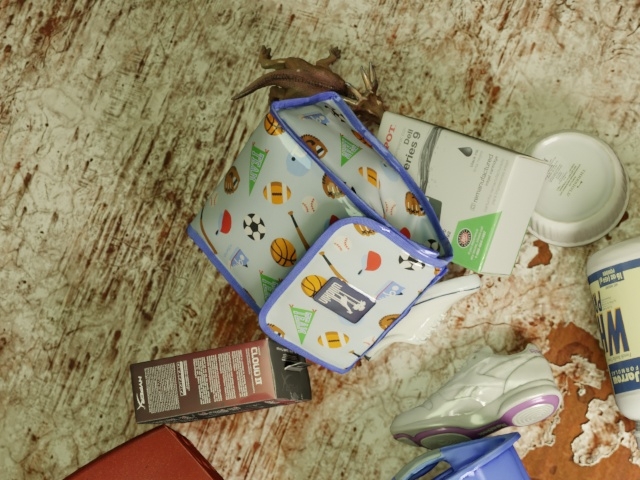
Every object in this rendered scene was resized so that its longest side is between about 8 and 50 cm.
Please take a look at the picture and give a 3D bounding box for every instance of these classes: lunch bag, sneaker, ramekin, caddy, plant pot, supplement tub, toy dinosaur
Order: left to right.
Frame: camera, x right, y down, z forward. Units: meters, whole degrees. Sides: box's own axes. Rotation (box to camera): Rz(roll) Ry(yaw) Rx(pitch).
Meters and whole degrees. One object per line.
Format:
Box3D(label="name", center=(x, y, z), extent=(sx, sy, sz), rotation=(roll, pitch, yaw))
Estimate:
Box3D(label="plant pot", center=(-0.288, 0.483, 1.854), extent=(0.236, 0.267, 0.267), rotation=(-43, 71, -9))
Box3D(label="toy dinosaur", center=(-0.006, -0.286, 1.922), extent=(0.200, 0.296, 0.127), rotation=(37, 122, 56))
Box3D(label="lunch bag", center=(0.005, -0.004, 1.762), extent=(0.385, 0.239, 0.328), rotation=(49, 126, 13))
Box3D(label="sneaker", center=(0.179, 0.138, 1.866), extent=(0.258, 0.094, 0.091), rotation=(-26, 83, 19))
Box3D(label="caddy", center=(0.204, 0.439, 1.719), extent=(0.341, 0.241, 0.179), rotation=(-33, 79, 7))
Box3D(label="sneaker", center=(0.264, 0.275, 1.817), extent=(0.305, 0.114, 0.152), rotation=(-20, 51, 15))
Box3D(label="ramekin", center=(0.435, -0.097, 1.817), extent=(0.207, 0.109, 0.207), rotation=(-3, 80, 16))
Box3D(label="supplement tub", center=(0.573, 0.159, 1.664), extent=(0.235, 0.235, 0.324), rotation=(-13, 77, 13))

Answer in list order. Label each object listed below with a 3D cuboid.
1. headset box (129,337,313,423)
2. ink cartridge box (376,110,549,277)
Box3D(label="headset box", center=(-0.160, 0.254, 1.865), extent=(0.293, 0.218, 0.110), rotation=(-12, 78, 15))
Box3D(label="ink cartridge box", center=(0.219, -0.084, 1.807), extent=(0.289, 0.121, 0.211), rotation=(24, 102, 37))
